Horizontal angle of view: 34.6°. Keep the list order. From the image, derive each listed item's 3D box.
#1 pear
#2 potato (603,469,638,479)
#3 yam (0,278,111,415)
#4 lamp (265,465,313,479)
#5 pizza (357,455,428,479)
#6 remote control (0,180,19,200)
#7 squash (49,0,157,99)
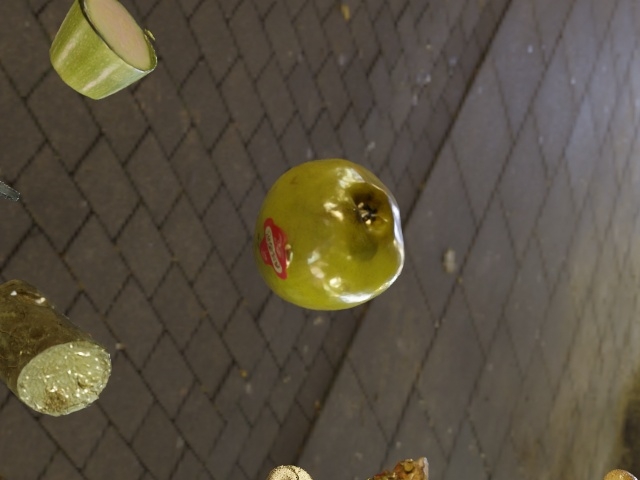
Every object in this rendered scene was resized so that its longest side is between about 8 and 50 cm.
[{"bbox_3d":[0.000,0.000,1.930,0.287,0.375,0.287,9,67,-23],"label":"pear"},{"bbox_3d":[0.479,0.395,1.600,0.068,0.083,0.062,-22,122,-41],"label":"potato"},{"bbox_3d":[-0.467,0.172,1.675,0.154,0.254,0.154,-29,136,-32],"label":"yam"},{"bbox_3d":[-0.072,0.559,2.295,0.215,0.121,0.121,85,21,-65],"label":"lamp"},{"bbox_3d":[0.160,0.546,2.249,0.226,0.147,0.069,-24,119,-14],"label":"pizza"},{"bbox_3d":[-0.549,-0.108,1.630,0.152,0.043,0.027,36,70,-34],"label":"remote control"},{"bbox_3d":[-0.358,-0.315,1.689,0.170,0.123,0.170,39,26,-23],"label":"squash"}]
